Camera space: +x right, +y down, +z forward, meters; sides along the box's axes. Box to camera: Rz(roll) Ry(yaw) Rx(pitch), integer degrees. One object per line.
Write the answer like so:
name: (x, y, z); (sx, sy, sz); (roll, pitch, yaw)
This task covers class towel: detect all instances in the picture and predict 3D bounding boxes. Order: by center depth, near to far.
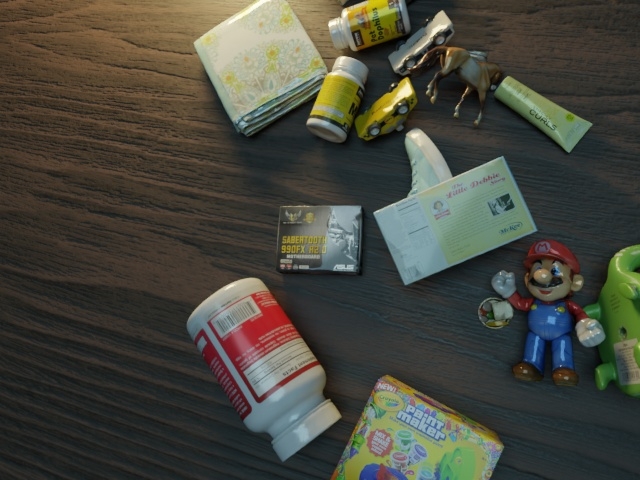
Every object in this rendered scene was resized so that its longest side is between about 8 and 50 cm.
towel: (-0.177, -0.529, 1.477); (0.320, 0.090, 0.374); (-29, 73, 5)

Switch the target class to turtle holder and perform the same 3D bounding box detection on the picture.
turtle holder: (0.706, 0.175, 1.047); (0.227, 0.243, 0.320); (2, 40, 1)

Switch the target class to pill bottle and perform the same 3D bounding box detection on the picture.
pill bottle: (-0.134, 0.313, 1.223); (0.229, 0.229, 0.407); (-39, 72, 5)
pill bottle: (0.051, -0.387, 1.367); (0.119, 0.119, 0.208); (20, 86, 18)
pill bottle: (0.137, -0.605, 1.385); (0.215, 0.117, 0.117); (-13, 76, 16)

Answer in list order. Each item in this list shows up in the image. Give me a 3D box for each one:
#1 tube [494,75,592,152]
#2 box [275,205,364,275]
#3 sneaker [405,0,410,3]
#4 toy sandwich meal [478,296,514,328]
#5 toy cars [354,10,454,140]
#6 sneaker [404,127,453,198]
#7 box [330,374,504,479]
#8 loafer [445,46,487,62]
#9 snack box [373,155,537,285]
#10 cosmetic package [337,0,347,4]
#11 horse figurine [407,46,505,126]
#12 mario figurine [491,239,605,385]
tube: (0.557, -0.328, 1.255); (0.240, 0.062, 0.070); (41, 132, 13)
box: (0.000, 0.000, 1.339); (0.231, 0.056, 0.183); (1, 80, 15)
sneaker: (0.225, -0.712, 1.424); (0.188, 0.066, 0.071); (-25, 49, 11)
toy sandwich meal: (0.426, 0.176, 1.204); (0.086, 0.029, 0.085); (-3, 79, 14)
toy cars: (0.237, -0.428, 1.340); (0.176, 0.087, 0.393); (23, 83, 51)
sneaker: (0.263, -0.107, 1.248); (0.150, 0.135, 0.366); (-22, 74, 5)
box: (0.212, 0.501, 1.123); (0.290, 0.177, 0.279); (24, 85, 18)
loafer: (0.384, -0.493, 1.340); (0.125, 0.045, 0.039); (14, 90, 14)
snack box: (0.306, -0.043, 1.150); (0.322, 0.060, 0.187); (-23, 86, 6)
cosmetic package: (0.024, -0.876, 1.475); (0.160, 0.113, 0.309); (-39, 71, 5)
horse figurine: (0.352, -0.410, 1.250); (0.263, 0.066, 0.174); (21, 94, -24)
mario figurine: (0.496, 0.152, 1.102); (0.198, 0.170, 0.320); (6, 78, 0)
